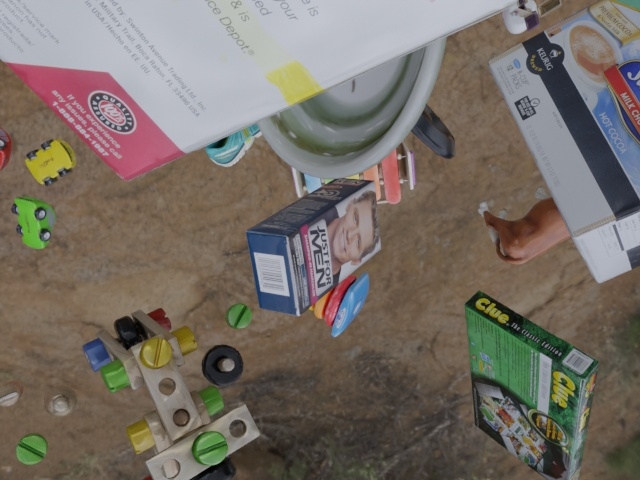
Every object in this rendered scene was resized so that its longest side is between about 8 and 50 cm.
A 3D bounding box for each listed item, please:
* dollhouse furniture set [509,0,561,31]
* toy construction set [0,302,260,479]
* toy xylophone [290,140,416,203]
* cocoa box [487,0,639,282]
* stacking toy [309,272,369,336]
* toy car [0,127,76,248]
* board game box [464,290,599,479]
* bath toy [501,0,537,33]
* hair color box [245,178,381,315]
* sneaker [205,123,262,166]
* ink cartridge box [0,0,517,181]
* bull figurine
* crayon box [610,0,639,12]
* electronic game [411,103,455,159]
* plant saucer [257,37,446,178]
[{"bbox_3d":[0.527,-0.592,1.560,0.081,0.091,0.114,-3,168,-36],"label":"dollhouse furniture set"},{"bbox_3d":[-0.215,0.196,0.743,0.309,0.257,0.237,3,169,-21],"label":"toy construction set"},{"bbox_3d":[0.093,-0.164,1.637,0.322,0.081,0.236,-10,126,15],"label":"toy xylophone"},{"bbox_3d":[0.452,-0.155,0.978,0.228,0.347,0.231,-26,149,21],"label":"cocoa box"},{"bbox_3d":[-0.026,0.130,1.835,0.302,0.166,0.175,27,118,15],"label":"stacking toy"},{"bbox_3d":[-0.507,-0.093,1.101,0.239,0.053,0.225,14,121,18],"label":"toy car"},{"bbox_3d":[0.223,0.173,0.684,0.030,0.136,0.260,-38,139,-19],"label":"board game box"},{"bbox_3d":[0.442,-0.688,1.779,0.348,0.129,0.151,24,97,5],"label":"bath toy"},{"bbox_3d":[0.000,0.000,1.328,0.105,0.347,0.174,7,116,32],"label":"hair color box"},{"bbox_3d":[-0.235,-0.342,1.864,0.275,0.107,0.110,-54,141,3],"label":"sneaker"},{"bbox_3d":[-0.081,-0.242,0.460,0.384,0.160,0.279,-16,129,31],"label":"ink cartridge box"},{"bbox_3d":[0.498,-0.058,1.350,0.310,0.188,0.101,-25,135,-9],"label":"bull figurine"},{"bbox_3d":[0.292,-0.371,0.382,0.106,0.313,0.363,26,141,7],"label":"crayon box"},{"bbox_3d":[0.168,-0.238,1.167,0.229,0.229,0.048,31,116,-35],"label":"electronic game"},{"bbox_3d":[0.037,-0.287,0.868,0.100,0.400,0.400,-7,136,-40],"label":"plant saucer"}]
